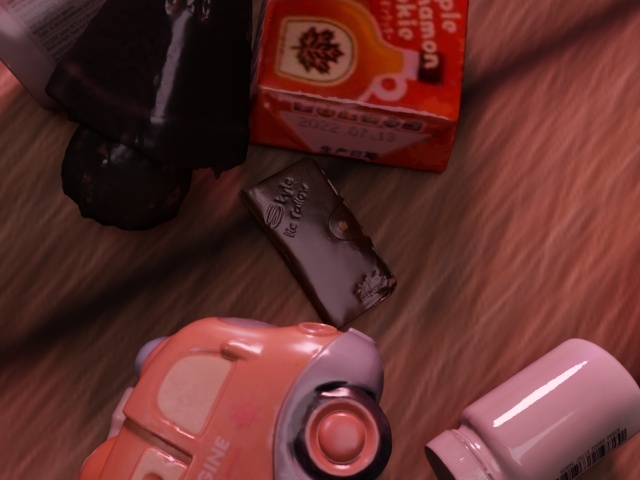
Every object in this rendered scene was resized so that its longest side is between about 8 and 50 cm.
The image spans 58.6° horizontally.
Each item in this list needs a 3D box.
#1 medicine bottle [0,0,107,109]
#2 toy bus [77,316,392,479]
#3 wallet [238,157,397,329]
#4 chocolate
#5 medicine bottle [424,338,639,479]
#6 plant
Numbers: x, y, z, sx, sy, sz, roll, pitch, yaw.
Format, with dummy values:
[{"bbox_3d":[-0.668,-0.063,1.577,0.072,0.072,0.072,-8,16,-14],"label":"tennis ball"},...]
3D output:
[{"bbox_3d":[-0.233,-0.245,0.580,0.215,0.135,0.135,-42,83,-12],"label":"medicine bottle"},{"bbox_3d":[-0.073,0.190,0.477,0.232,0.194,0.288,20,76,13],"label":"toy bus"},{"bbox_3d":[0.000,0.000,0.599,0.095,0.026,0.176,-31,82,-13],"label":"wallet"},{"bbox_3d":[0.045,-0.213,0.613,0.234,0.108,0.237,10,75,-4],"label":"chocolate"},{"bbox_3d":[0.198,0.180,0.535,0.186,0.103,0.103,-30,81,-11],"label":"medicine bottle"},{"bbox_3d":[-0.152,-0.131,0.538,0.164,0.142,0.256,34,106,20],"label":"plant"}]
